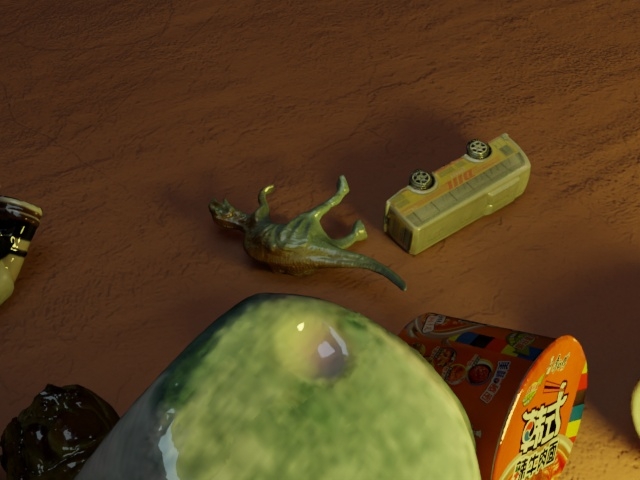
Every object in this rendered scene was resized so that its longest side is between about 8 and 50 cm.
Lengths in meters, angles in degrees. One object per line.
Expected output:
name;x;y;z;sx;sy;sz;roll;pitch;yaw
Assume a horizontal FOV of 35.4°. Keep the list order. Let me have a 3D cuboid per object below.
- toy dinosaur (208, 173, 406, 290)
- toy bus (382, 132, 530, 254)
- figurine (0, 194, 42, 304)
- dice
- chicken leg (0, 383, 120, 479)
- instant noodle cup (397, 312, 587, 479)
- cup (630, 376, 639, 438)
toy dinosaur;0.000;0.000;1.588;0.206;0.092;0.393;-31;51;-24
toy bus;0.227;-0.079;1.651;0.268;0.092;0.106;-28;57;-22
figurine;-0.634;-0.003;1.582;0.323;0.196;0.320;21;40;17
dice;-0.051;0.277;1.071;0.330;0.328;0.348;41;47;7
chicken leg;-0.285;0.308;1.218;0.140;0.212;0.361;-49;42;15
instant noodle cup;0.195;0.211;1.262;0.192;0.250;0.250;17;48;35
cup;0.581;0.198;1.264;0.301;0.227;0.257;46;55;6
